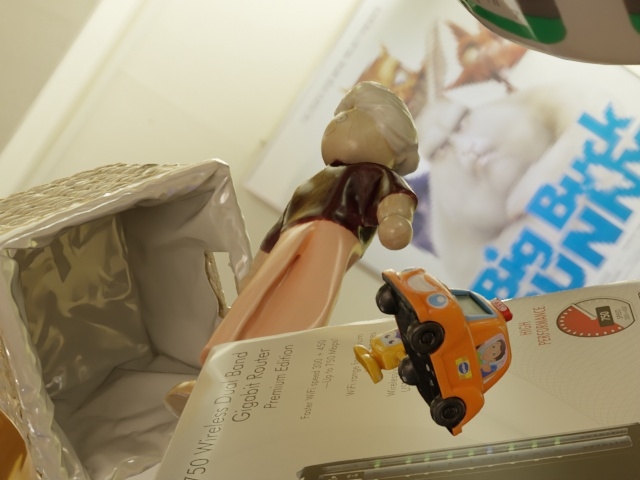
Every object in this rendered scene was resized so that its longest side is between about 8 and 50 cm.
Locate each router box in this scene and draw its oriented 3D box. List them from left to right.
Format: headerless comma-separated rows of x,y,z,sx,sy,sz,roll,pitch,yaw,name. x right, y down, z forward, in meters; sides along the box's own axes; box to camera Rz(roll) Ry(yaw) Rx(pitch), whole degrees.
0.074,0.131,0.473,0.335,0.301,0.082,-75,-26,-68,router box

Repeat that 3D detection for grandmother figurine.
0.000,0.000,0.956,0.208,0.104,0.342,-9,44,40,grandmother figurine

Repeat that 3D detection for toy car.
0.038,0.028,0.426,0.041,0.060,0.122,-23,11,-9,toy car

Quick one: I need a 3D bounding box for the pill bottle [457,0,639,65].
0.066,-0.227,0.320,0.204,0.204,0.361,-55,-36,-8,pill bottle

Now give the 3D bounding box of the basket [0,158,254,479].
-0.276,0.092,1.422,0.331,0.328,0.266,-25,20,-36,basket

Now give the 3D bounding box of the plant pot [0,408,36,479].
-0.278,0.185,0.703,0.205,0.205,0.188,-57,1,34,plant pot
